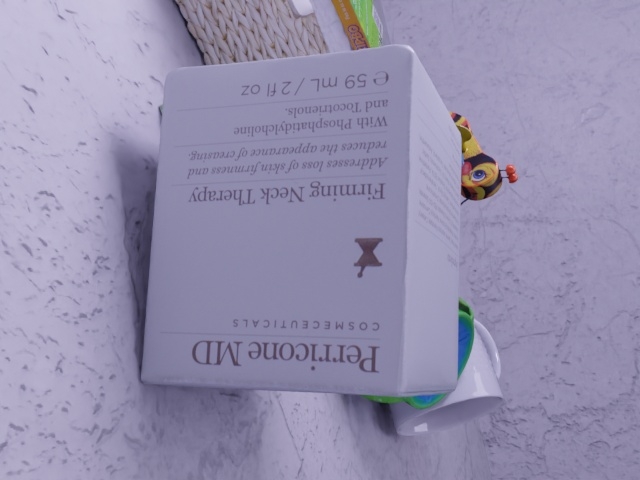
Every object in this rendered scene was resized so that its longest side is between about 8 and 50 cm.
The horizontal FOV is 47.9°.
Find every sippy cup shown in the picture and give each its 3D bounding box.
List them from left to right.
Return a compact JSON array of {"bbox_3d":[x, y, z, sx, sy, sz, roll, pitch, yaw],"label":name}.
[{"bbox_3d":[0.184,0.219,1.605,0.305,0.224,0.240,5,106,-50],"label":"sippy cup"}]

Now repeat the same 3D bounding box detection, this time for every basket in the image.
[{"bbox_3d":[-0.088,-0.467,1.272,0.331,0.267,0.328,-81,152,-53],"label":"basket"}]

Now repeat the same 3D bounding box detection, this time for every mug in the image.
[{"bbox_3d":[0.315,0.292,1.846,0.374,0.276,0.328,5,56,-34],"label":"mug"}]

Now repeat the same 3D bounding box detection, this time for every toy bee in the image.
[{"bbox_3d":[0.301,-0.136,1.426,0.195,0.162,0.298,26,51,-70],"label":"toy bee"}]

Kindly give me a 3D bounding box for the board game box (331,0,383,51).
[{"bbox_3d":[0.041,-0.400,1.134,0.259,0.039,0.124,60,27,-45],"label":"board game box"}]

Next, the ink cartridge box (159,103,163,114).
[{"bbox_3d":[-0.160,-0.142,1.154,0.235,0.056,0.171,-32,107,-70],"label":"ink cartridge box"}]

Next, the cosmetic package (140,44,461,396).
[{"bbox_3d":[0.000,0.000,0.964,0.327,0.330,0.393,27,64,-67],"label":"cosmetic package"}]
